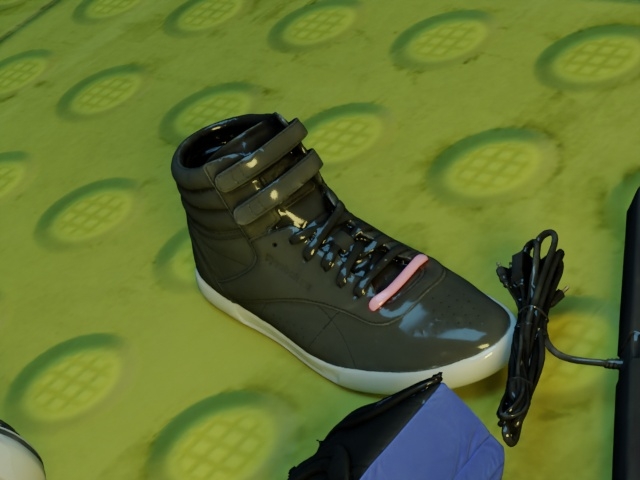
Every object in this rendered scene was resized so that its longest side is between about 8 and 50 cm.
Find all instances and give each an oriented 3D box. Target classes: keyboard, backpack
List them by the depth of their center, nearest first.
[{"bbox_3d":[0.035,0.144,0.709,0.098,0.101,0.120,-39,5,-31],"label":"backpack"},{"bbox_3d":[0.194,0.067,0.760,0.201,0.033,0.317,2,38,13],"label":"keyboard"}]

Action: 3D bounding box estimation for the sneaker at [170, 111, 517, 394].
[{"bbox_3d":[-0.001,0.000,0.883,0.295,0.147,0.104,20,49,43],"label":"sneaker"}]

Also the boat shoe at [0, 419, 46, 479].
[{"bbox_3d":[-0.318,0.137,0.879,0.335,0.121,0.119,-6,41,24],"label":"boat shoe"}]
